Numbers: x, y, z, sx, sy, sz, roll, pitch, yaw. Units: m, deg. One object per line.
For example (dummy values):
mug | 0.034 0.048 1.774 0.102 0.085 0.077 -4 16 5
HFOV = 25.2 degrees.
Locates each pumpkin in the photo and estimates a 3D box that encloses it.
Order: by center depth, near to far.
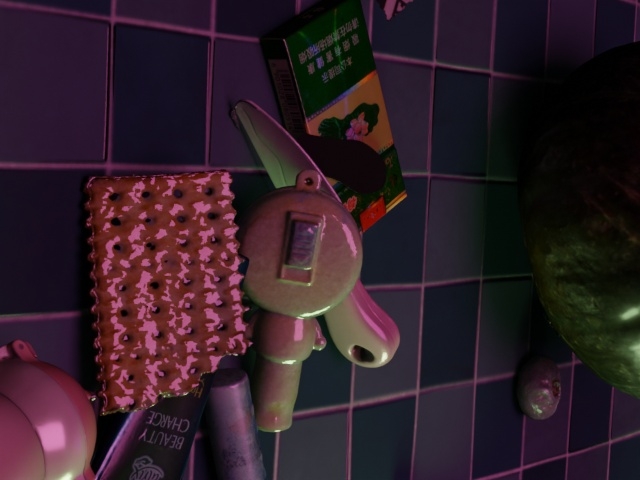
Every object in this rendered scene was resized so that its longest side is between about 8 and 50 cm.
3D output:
pumpkin | 0.431 -0.022 1.747 0.454 0.344 0.454 12 71 -39

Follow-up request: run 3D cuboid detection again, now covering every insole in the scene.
insole | 0.021 -0.077 1.429 0.153 0.002 0.053 7 90 -51

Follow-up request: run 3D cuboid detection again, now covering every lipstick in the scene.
lipstick | -0.079 0.201 1.355 0.048 0.048 0.158 -29 116 -47

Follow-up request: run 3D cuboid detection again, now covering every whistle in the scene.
whistle | -0.031 0.058 1.357 0.067 0.126 0.258 -93 -167 -74

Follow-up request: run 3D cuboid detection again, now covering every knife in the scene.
knife | 0.003 0.000 1.407 0.043 0.081 0.336 -58 136 -38

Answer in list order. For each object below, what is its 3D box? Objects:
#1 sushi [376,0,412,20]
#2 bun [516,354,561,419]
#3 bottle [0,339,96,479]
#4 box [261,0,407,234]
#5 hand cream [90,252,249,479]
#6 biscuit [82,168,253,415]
sushi | 0.070 -0.396 1.471 0.290 0.050 0.264 -48 116 -34
bun | 0.282 0.187 1.820 0.083 0.045 0.083 -11 103 -56
bottle | -0.258 0.164 1.052 0.236 0.147 0.147 -30 118 -55
box | 0.018 -0.120 1.450 0.132 0.034 0.235 -39 124 -42
hand cream | -0.139 0.130 1.273 0.120 0.061 0.270 27 80 -54
biscuit | -0.130 0.040 1.225 0.144 0.016 0.203 -6 90 -21
